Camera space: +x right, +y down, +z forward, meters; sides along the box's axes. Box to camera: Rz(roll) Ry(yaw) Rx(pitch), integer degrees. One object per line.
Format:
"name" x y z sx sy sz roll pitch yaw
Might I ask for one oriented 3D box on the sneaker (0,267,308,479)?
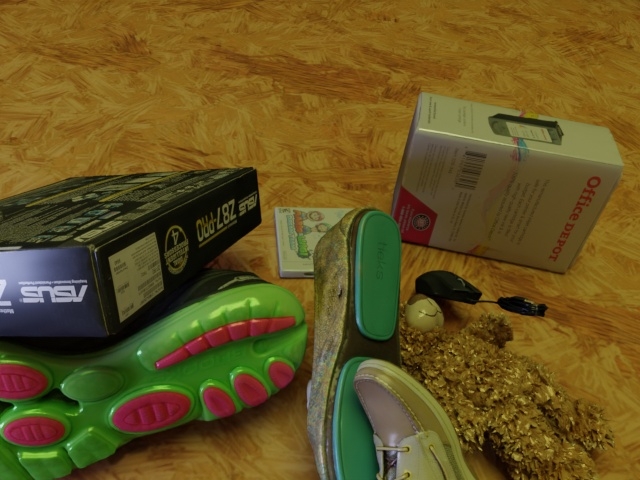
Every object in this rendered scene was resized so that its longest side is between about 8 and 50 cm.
"sneaker" -0.259 0.138 0.685 0.482 0.186 0.202 -7 17 -14

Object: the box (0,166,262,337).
"box" -0.283 -0.008 0.706 0.318 0.097 0.395 0 17 14

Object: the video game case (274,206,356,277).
"video game case" 0.000 0.000 0.962 0.143 0.019 0.157 0 42 -9

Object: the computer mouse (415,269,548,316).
"computer mouse" 0.213 0.068 0.806 0.071 0.041 0.242 15 -4 -29

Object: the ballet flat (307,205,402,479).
"ballet flat" 0.033 0.132 0.676 0.123 0.123 0.349 5 69 -3

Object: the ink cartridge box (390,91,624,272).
"ink cartridge box" 0.282 -0.091 0.956 0.306 0.226 0.131 11 43 2

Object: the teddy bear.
"teddy bear" 0.200 0.172 0.733 0.245 0.113 0.338 -20 49 -31

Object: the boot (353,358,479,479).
"boot" 0.062 0.235 0.542 0.165 0.077 0.213 -35 97 -37
